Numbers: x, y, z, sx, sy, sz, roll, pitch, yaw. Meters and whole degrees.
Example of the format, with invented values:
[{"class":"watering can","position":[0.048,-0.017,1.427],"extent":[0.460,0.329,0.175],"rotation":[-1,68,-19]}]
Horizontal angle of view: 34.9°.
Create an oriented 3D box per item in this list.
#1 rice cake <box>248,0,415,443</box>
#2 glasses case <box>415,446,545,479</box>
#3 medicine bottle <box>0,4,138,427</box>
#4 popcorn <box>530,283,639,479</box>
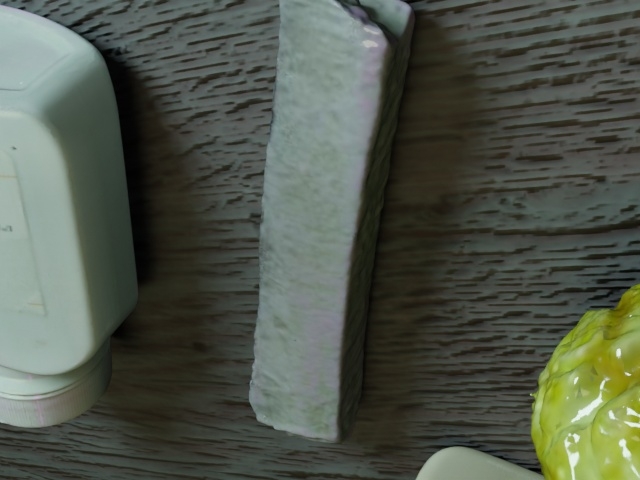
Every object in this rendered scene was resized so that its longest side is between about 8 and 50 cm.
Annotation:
[{"class":"rice cake","position":[0.000,0.000,0.601],"extent":[0.073,0.056,0.364],"rotation":[19,135,15]},{"class":"glasses case","position":[0.153,0.203,0.671],"extent":[0.196,0.083,0.050],"rotation":[20,135,17]},{"class":"medicine bottle","position":[-0.206,-0.005,0.686],"extent":[0.161,0.111,0.296],"rotation":[19,133,18]},{"class":"popcorn","position":[0.203,0.108,0.503],"extent":[0.213,0.197,0.198],"rotation":[11,137,-10]}]
